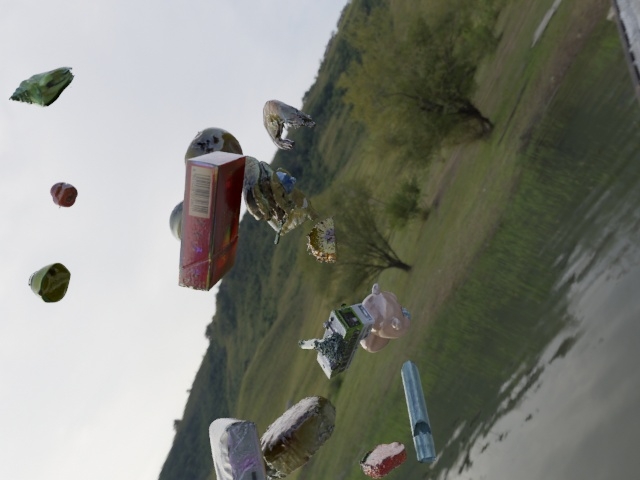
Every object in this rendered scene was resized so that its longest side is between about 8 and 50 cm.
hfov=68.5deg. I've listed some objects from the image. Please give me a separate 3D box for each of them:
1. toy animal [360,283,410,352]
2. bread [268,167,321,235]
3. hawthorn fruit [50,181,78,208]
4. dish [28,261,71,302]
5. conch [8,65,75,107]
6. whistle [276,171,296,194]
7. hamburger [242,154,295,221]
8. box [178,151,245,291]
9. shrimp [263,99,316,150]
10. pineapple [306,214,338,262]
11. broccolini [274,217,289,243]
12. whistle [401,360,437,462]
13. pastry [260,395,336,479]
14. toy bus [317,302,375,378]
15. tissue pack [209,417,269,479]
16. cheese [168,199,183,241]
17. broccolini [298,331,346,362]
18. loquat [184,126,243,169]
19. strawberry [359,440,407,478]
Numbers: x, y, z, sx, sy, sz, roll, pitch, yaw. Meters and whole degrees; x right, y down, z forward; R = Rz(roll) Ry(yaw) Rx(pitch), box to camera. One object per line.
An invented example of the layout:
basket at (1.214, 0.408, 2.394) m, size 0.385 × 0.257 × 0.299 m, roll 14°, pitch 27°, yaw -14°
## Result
toy animal at (0.226, 0.314, 1.843) m, size 0.221 × 0.210 × 0.229 m, roll -36°, pitch -33°, yaw 11°
bread at (-0.150, -0.150, 1.916) m, size 0.239 × 0.252 × 0.196 m, roll -30°, pitch 7°, yaw 28°
hawthorn fruit at (-0.856, -0.148, 1.563) m, size 0.093 × 0.093 × 0.093 m, roll -63°, pitch -8°, yaw -16°
dish at (-1.005, 0.157, 1.722) m, size 0.207 × 0.080 × 0.148 m, roll -78°, pitch -12°, yaw -77°
conch at (-0.732, -0.411, 1.253) m, size 0.095 × 0.079 × 0.200 m, roll -8°, pitch 40°, yaw 51°
whistle at (-0.150, -0.192, 1.664) m, size 0.158 × 0.090 × 0.090 m, roll -17°, pitch 22°, yaw 32°
hamburger at (-0.176, -0.147, 1.390) m, size 0.130 × 0.206 × 0.183 m, roll -31°, pitch -46°, yaw -9°
box at (-0.268, -0.054, 1.175) m, size 0.197 × 0.089 × 0.313 m, roll -65°, pitch -15°, yaw -72°
shrimp at (-0.093, -0.328, 1.354) m, size 0.052 × 0.251 × 0.143 m, roll -21°, pitch -59°, yaw -28°
pineapple at (0.000, 0.001, 1.945) m, size 0.233 × 0.135 × 0.079 m, roll -87°, pitch -17°, yaw -47°
broccolini at (-0.131, -0.047, 1.611) m, size 0.030 × 0.035 × 0.140 m, roll -113°, pitch 32°, yaw -51°
whistle at (0.310, 0.539, 1.500) m, size 0.062 × 0.062 × 0.312 m, roll 106°, pitch 164°, yaw -48°
pastry at (-0.085, 0.657, 1.606) m, size 0.330 × 0.136 × 0.329 m, roll -40°, pitch -1°, yaw 0°
toy bus at (0.077, 0.351, 1.635) m, size 0.139 × 0.113 × 0.301 m, roll -15°, pitch -40°, yaw -28°
tissue pack at (-0.246, 0.628, 1.357) m, size 0.257 × 0.123 × 0.215 m, roll -36°, pitch 64°, yaw 59°
cheese at (-0.440, -0.067, 1.632) m, size 0.175 × 0.091 × 0.202 m, roll -41°, pitch -28°, yaw -4°
broccolini at (-0.016, 0.310, 1.371) m, size 0.078 × 0.074 × 0.392 m, roll -68°, pitch 11°, yaw -20°
loquat at (-0.358, -0.282, 1.608) m, size 0.213 × 0.213 × 0.213 m, roll -63°, pitch -8°, yaw -16°
strawberry at (0.214, 0.708, 1.521) m, size 0.187 × 0.082 × 0.146 m, roll -37°, pitch -3°, yaw 34°
